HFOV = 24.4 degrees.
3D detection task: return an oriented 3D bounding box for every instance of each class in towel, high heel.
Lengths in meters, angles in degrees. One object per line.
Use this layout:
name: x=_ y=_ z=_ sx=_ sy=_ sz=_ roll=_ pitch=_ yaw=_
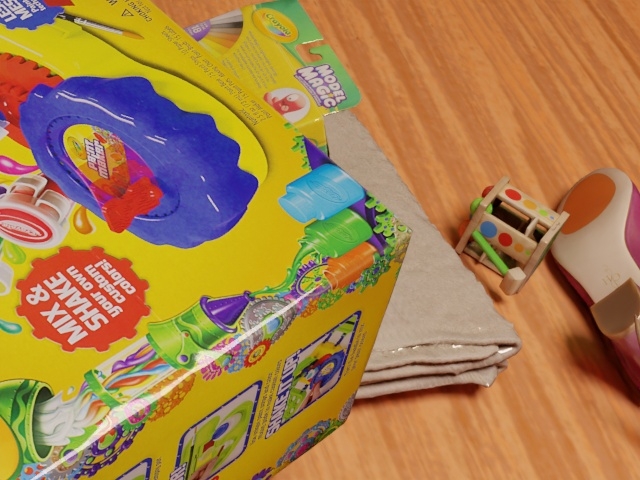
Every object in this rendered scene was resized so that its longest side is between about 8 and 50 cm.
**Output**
towel: x=0.000 y=0.000 z=1.025 sx=0.187 sy=0.049 sz=0.282 roll=-2 pitch=43 yaw=-33
high heel: x=0.245 y=0.036 z=1.118 sx=0.117 sy=0.082 sz=0.244 roll=44 pitch=17 yaw=-23

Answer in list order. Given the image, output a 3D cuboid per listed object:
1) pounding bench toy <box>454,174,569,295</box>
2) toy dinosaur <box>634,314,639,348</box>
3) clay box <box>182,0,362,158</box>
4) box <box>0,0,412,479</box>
pounding bench toy: x=0.134 y=-0.001 z=1.096 sx=0.065 sy=0.052 sz=0.083 roll=33 pitch=37 yaw=10
toy dinosaur: x=0.282 y=0.148 z=0.997 sx=0.211 sy=0.064 sz=0.112 roll=30 pitch=25 yaw=-26
clay box: x=-0.093 y=-0.078 z=0.986 sx=0.222 sy=0.053 sz=0.127 roll=-21 pitch=52 yaw=-12
box: x=-0.163 y=0.022 z=0.751 sx=0.290 sy=0.177 sz=0.279 roll=42 pitch=54 yaw=21
